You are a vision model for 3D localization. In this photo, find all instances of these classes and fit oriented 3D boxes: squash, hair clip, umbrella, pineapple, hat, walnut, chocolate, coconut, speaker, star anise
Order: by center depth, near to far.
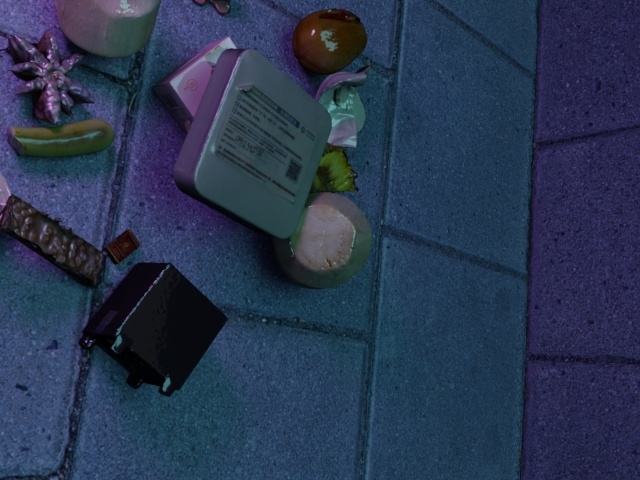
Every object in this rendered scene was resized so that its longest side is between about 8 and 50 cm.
[{"bbox_3d":[-0.599,0.009,1.545,0.329,0.065,0.102,54,41,-57],"label":"chocolate"},{"bbox_3d":[-0.697,-0.451,1.603,0.122,0.013,0.022,-34,122,-41],"label":"umbrella"},{"bbox_3d":[-0.627,-0.375,1.604,0.229,0.093,0.236,21,63,-44],"label":"star anise"},{"bbox_3d":[-0.605,-0.241,1.628,0.250,0.083,0.083,-14,95,-41],"label":"squash"},{"bbox_3d":[-0.515,-0.564,1.651,0.245,0.247,0.244,21,45,-22],"label":"coconut"},{"bbox_3d":[-0.408,0.219,1.693,0.232,0.184,0.254,49,58,-28],"label":"speaker"},{"bbox_3d":[-0.318,-0.724,1.993,0.138,0.102,0.123,-5,87,-12],"label":"hair clip"},{"bbox_3d":[0.000,0.000,2.044,0.323,0.323,0.322,6,81,-44],"label":"coconut"},{"bbox_3d":[-0.027,-0.241,2.110,0.335,0.161,0.158,-7,125,-36],"label":"pineapple"},{"bbox_3d":[0.034,-0.637,2.211,0.298,0.203,0.202,-23,102,-46],"label":"walnut"},{"bbox_3d":[0.072,-0.475,2.274,0.301,0.168,0.257,-69,170,-53],"label":"hat"}]

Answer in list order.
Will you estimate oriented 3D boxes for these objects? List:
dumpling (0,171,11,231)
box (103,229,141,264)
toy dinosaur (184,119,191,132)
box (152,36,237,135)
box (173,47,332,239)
[{"bbox_3d":[-0.746,-0.053,1.428,0.162,0.132,0.250,50,54,-24],"label":"dumpling"},{"bbox_3d":[-0.499,0.016,1.736,0.082,0.023,0.051,-47,118,-37],"label":"box"},{"bbox_3d":[-0.243,-0.265,1.794,0.200,0.072,0.251,-18,98,-37],"label":"toy dinosaur"},{"bbox_3d":[-0.260,-0.348,1.895,0.225,0.143,0.341,-44,118,-20],"label":"box"},{"bbox_3d":[-0.159,-0.241,1.776,0.396,0.111,0.396,32,74,-48],"label":"box"}]
